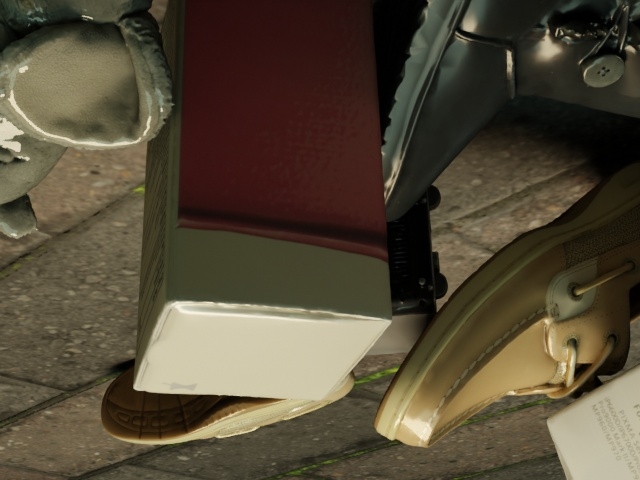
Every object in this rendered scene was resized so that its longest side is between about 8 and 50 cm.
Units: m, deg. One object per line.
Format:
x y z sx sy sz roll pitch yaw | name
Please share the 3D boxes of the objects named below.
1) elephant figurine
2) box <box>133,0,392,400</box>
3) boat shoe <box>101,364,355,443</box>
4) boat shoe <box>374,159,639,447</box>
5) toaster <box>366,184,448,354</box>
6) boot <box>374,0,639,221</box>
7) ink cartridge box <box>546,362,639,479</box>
-0.153 -0.121 0.607 0.239 0.169 0.186 -26 177 13 | elephant figurine
-0.041 -0.033 0.678 0.127 0.232 0.148 5 153 -15 | box
-0.109 0.181 1.259 0.302 0.109 0.098 -16 150 16 | boat shoe
0.182 0.055 0.803 0.341 0.110 0.121 -34 157 -30 | boat shoe
0.000 0.000 0.821 0.186 0.168 0.110 -6 155 7 | toaster
0.136 -0.092 0.689 0.207 0.094 0.246 7 134 -13 | boot
0.381 0.058 0.720 0.308 0.091 0.385 -10 159 -32 | ink cartridge box
